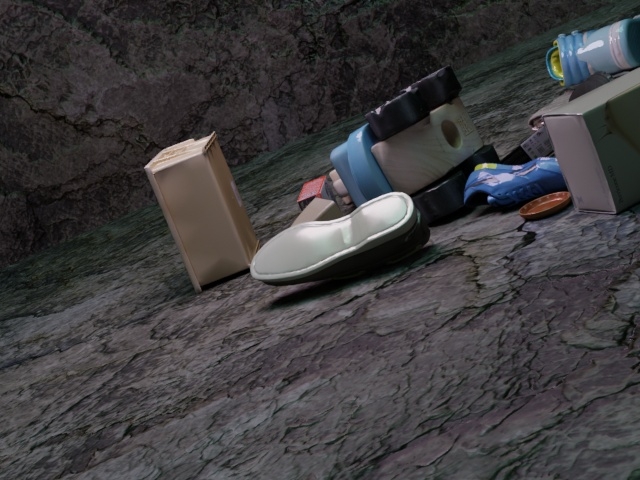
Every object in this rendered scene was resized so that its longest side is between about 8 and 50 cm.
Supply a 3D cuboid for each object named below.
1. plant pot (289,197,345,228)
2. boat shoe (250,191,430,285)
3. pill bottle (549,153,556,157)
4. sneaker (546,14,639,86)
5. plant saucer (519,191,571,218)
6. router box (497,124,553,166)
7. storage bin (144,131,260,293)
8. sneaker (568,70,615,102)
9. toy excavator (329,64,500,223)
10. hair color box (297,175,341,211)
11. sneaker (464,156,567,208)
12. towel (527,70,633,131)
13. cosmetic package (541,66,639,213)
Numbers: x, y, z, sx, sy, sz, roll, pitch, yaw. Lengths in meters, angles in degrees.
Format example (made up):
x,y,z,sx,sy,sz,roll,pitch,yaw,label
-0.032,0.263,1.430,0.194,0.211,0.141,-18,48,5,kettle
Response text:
x,y,z,sx,sy,sz,roll,pitch,yaw,label
0.000,0.000,1.963,0.096,0.109,0.109,-38,15,-11,plant pot
0.031,0.017,1.845,0.305,0.091,0.109,-20,49,21,boat shoe
0.413,-0.134,1.910,0.083,0.043,0.043,-31,14,-35,pill bottle
0.601,-0.401,2.417,0.208,0.127,0.319,-11,-1,31,sneaker
0.348,-0.052,1.748,0.083,0.013,0.083,-22,11,5,plant saucer
0.368,-0.156,1.941,0.133,0.046,0.179,-34,-6,-44,router box
-0.228,-0.066,2.267,0.123,0.262,0.260,-21,12,5,storage bin
0.502,-0.233,2.051,0.130,0.109,0.286,-30,11,-6,sneaker
0.121,-0.145,2.173,0.445,0.222,0.433,-25,7,37,toy excavator
0.001,-0.063,2.242,0.053,0.093,0.167,-21,13,10,hair color box
0.325,-0.083,1.837,0.209,0.069,0.082,-3,51,42,sneaker
0.577,-0.289,2.285,0.282,0.049,0.187,-12,15,45,towel
0.498,-0.174,1.657,0.309,0.160,0.113,-28,13,-17,cosmetic package
